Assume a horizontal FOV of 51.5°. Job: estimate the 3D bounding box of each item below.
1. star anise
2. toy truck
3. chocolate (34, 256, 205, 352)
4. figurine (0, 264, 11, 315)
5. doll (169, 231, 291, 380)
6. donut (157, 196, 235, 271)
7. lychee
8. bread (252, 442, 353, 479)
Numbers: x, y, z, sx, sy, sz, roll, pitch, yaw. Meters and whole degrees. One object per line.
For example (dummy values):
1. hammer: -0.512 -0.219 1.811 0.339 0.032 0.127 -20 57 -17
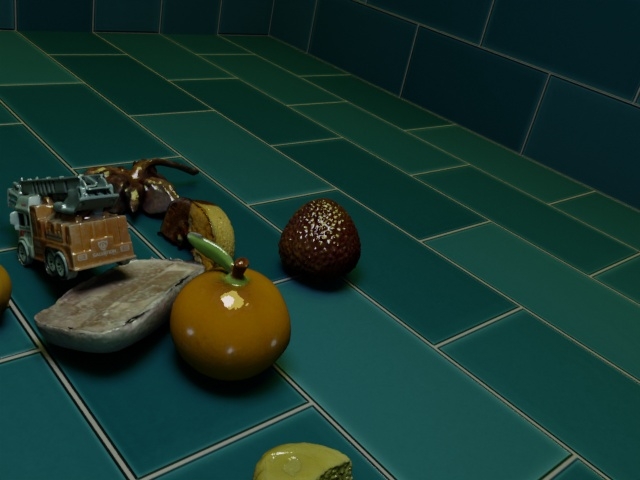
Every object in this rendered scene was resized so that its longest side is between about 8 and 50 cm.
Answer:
1. star anise: -0.453 -0.141 1.638 0.350 0.108 0.292 0 35 -23
2. toy truck: -0.500 -0.041 1.293 0.133 0.184 0.338 -15 16 -41
3. chocolate: -0.349 0.121 1.201 0.185 0.100 0.303 9 21 20
4. figurine: -0.650 0.055 1.123 0.228 0.215 0.215 -6 32 -17
5. doll: -0.155 0.118 1.141 0.214 0.235 0.213 5 32 -3
6. donut: -0.261 -0.021 1.482 0.085 0.141 0.217 -6 37 -45
7. lychee: 0.003 0.006 1.487 0.195 0.194 0.194 10 28 -5
8. bread: -0.035 0.345 0.937 0.125 0.086 0.156 21 24 37
